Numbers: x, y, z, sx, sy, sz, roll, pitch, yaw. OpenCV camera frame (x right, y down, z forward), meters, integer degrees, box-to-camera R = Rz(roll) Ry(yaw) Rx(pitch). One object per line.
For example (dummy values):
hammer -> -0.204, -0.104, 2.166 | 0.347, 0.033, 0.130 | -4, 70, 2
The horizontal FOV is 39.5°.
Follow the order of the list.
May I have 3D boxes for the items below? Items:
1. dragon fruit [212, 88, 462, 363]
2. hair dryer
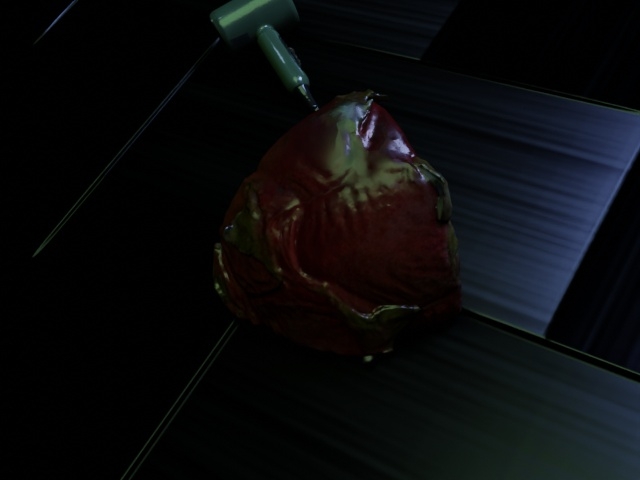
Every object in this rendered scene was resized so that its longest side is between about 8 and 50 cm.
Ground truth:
dragon fruit -> 0.001, 0.001, 0.577 | 0.161, 0.127, 0.120 | -27, 43, -3
hair dryer -> -0.035, -0.157, 0.765 | 0.071, 0.047, 0.150 | -30, 61, -2
